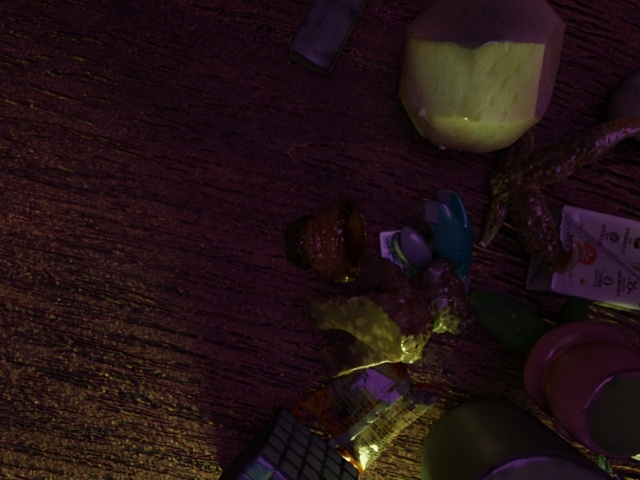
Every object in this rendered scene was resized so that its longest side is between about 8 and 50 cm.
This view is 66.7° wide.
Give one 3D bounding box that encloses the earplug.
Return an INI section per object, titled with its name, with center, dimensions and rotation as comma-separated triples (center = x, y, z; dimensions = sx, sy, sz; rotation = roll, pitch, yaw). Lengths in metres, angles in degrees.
[earplug]
center = 0.355, 0.477, 0.932
dimensions = 0.312, 0.394, 0.313
rotation = 0, 91, 3

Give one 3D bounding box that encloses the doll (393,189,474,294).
[doll]
center = 0.256, 0.019, 1.069
dimensions = 0.153, 0.194, 0.259
rotation = 7, 97, 40

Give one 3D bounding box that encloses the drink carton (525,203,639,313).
[drink carton]
center = 0.646, 0.051, 1.092
dimensions = 0.324, 0.132, 0.194
rotation = 12, 86, -2

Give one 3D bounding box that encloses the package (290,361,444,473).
[package]
center = 0.103, 0.360, 1.081
dimensions = 0.223, 0.108, 0.288
rotation = 45, 90, 3

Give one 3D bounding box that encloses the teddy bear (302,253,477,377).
[teddy bear]
center = 0.140, 0.146, 1.006
dimensions = 0.296, 0.222, 0.247
rotation = -15, 98, 37

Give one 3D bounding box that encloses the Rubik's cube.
[Rubik's cube]
center = -0.086, 0.532, 0.990
dimensions = 0.237, 0.238, 0.237
rotation = 38, 97, 4

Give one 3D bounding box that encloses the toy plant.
[toy plant]
center = 0.475, 0.231, 0.948
dimensions = 0.317, 0.356, 0.211
rotation = 32, 106, -10

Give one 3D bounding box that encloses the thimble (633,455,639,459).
[thimble]
center = 0.709, 0.373, 1.029
dimensions = 0.245, 0.217, 0.157
rotation = 4, 90, 26

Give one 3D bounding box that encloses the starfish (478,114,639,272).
[starfish]
center = 0.482, -0.160, 1.042
dimensions = 0.082, 0.324, 0.432
rotation = 19, 90, -35

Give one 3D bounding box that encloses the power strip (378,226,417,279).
[power strip]
center = 0.181, 0.062, 1.132
dimensions = 0.081, 0.035, 0.192
rotation = -4, 87, -1

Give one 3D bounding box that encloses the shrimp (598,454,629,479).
[shrimp]
center = 0.748, 0.493, 1.113
dimensions = 0.198, 0.051, 0.262
rotation = 32, 90, 1

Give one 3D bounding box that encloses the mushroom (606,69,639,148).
[mushroom]
center = 0.780, -0.283, 1.082
dimensions = 0.246, 0.246, 0.202
rotation = -19, 129, -2

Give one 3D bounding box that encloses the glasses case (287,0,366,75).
[glasses case]
center = 0.036, -0.545, 1.146
dimensions = 0.114, 0.060, 0.299
rotation = 26, 87, 0

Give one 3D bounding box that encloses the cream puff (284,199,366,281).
[cream puff]
center = 0.000, 0.000, 1.085
dimensions = 0.168, 0.183, 0.184
rotation = -1, 87, 24

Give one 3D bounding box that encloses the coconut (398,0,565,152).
[coconut]
center = 0.324, -0.377, 1.010
dimensions = 0.352, 0.352, 0.353
rotation = 0, 87, -1
